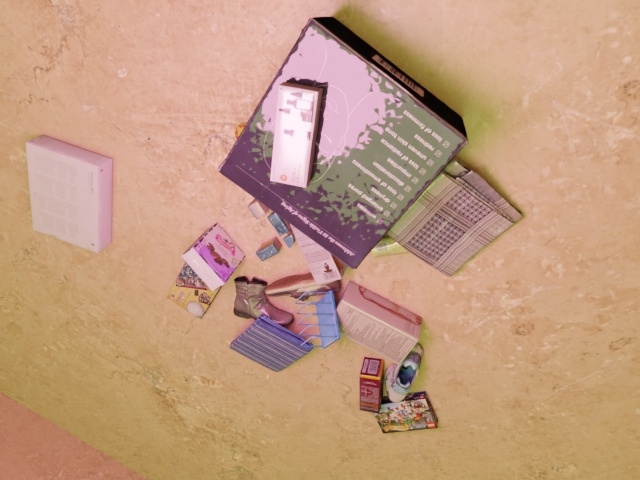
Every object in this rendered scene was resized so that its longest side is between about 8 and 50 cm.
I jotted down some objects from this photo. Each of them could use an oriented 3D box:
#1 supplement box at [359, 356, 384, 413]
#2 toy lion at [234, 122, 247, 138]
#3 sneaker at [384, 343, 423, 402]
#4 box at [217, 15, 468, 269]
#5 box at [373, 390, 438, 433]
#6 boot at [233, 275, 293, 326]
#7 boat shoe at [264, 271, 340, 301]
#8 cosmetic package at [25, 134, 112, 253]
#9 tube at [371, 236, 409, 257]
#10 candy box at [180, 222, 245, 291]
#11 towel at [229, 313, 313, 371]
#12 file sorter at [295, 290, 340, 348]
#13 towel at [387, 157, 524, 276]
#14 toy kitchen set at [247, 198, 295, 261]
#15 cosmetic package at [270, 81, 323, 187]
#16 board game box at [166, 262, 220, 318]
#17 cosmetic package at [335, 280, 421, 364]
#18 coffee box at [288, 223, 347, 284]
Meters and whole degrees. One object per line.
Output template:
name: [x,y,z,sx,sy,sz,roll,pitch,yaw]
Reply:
supplement box: [0.197,0.557,1.907,0.080,0.104,0.188,5,119,14]
toy lion: [-0.230,-0.327,1.591,0.100,0.034,0.096,21,114,4]
sneaker: [0.298,0.514,1.843,0.110,0.122,0.283,16,121,7]
box: [0.063,-0.267,1.371,0.480,0.297,0.472,36,116,-5]
box: [0.333,0.688,1.975,0.233,0.044,0.159,-16,112,23]
boot: [-0.216,0.228,1.864,0.246,0.083,0.161,12,115,8]
boat shoe: [-0.063,0.173,1.775,0.285,0.103,0.092,-15,108,16]
cosmetic package: [-0.927,-0.166,1.840,0.284,0.097,0.377,21,122,7]
tube: [0.284,0.009,1.613,0.240,0.062,0.070,-10,158,16]
candy box: [-0.372,0.054,1.740,0.070,0.196,0.165,-32,106,28]
towel: [-0.195,0.405,1.919,0.243,0.040,0.336,32,140,-12]
file sorter: [-0.015,0.270,1.691,0.104,0.170,0.118,7,149,-27]
towel: [0.399,-0.054,1.498,0.312,0.056,0.324,34,119,-18]
toy kitchen set: [-0.197,-0.039,1.682,0.166,0.122,0.207,-26,108,27]
cosmetic package: [-0.062,-0.256,1.211,0.098,0.060,0.239,12,117,9]
board game box: [-0.482,0.179,1.932,0.165,0.042,0.243,34,122,-4]
cosmetic package: [0.190,0.290,1.748,0.296,0.129,0.153,28,124,-1]
coffee box: [0.000,0.000,1.637,0.098,0.141,0.247,-15,112,23]
